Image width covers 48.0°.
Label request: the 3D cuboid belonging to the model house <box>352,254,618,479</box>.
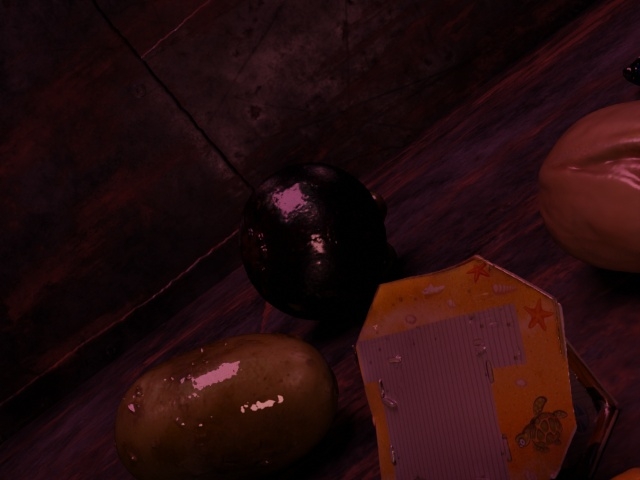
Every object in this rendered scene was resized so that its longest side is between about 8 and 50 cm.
[{"bbox_3d":[0.151,0.120,0.579,0.136,0.207,0.219,2,-18,-38],"label":"model house"}]

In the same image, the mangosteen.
[{"bbox_3d":[0.000,0.000,1.253,0.288,0.288,0.288,-36,10,8],"label":"mangosteen"}]

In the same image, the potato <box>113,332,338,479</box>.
[{"bbox_3d":[-0.118,0.215,0.894,0.307,0.210,0.173,-27,40,20],"label":"potato"}]

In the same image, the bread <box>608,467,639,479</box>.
[{"bbox_3d":[0.125,0.213,0.375,0.211,0.083,0.114,-36,15,7],"label":"bread"}]

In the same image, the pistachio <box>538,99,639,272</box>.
[{"bbox_3d":[0.313,-0.048,0.693,0.293,0.181,0.162,173,110,-77],"label":"pistachio"}]

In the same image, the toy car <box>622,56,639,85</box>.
[{"bbox_3d":[0.568,-0.290,1.151,0.103,0.063,0.216,-37,4,-1],"label":"toy car"}]
